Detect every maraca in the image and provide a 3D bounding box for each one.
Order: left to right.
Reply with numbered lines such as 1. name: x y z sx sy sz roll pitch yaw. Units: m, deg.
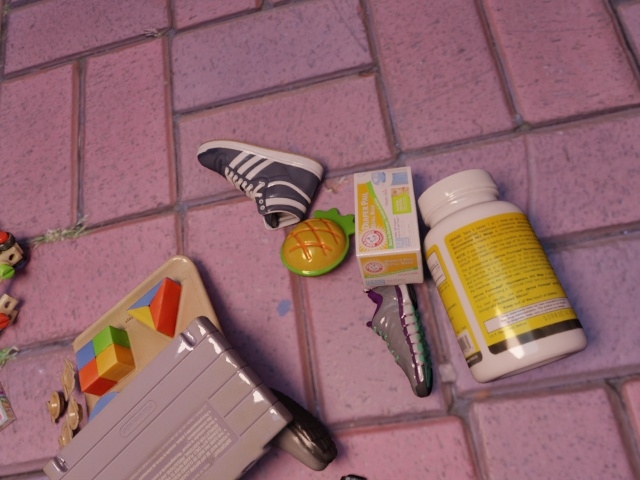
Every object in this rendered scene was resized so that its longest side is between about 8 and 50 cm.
1. maraca: 0.000 0.000 1.037 0.127 0.099 0.185 24 52 21

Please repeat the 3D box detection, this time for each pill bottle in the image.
1. pill bottle: 0.290 0.055 0.902 0.188 0.188 0.334 -20 68 5

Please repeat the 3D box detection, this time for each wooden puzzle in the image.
1. wooden puzzle: -0.324 0.232 0.970 0.322 0.080 0.348 -39 54 7

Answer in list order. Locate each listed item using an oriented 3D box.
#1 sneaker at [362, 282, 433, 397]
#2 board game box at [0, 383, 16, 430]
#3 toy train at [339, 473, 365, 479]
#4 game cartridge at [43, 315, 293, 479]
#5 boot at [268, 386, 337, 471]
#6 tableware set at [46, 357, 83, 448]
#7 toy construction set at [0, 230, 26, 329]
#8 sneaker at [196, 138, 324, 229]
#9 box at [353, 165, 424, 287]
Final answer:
1. sneaker: 0.138 0.179 0.959 0.098 0.083 0.223 -17 57 16
2. board game box: -0.717 0.374 1.092 0.154 0.026 0.103 -38 67 -3
3. toy train: 0.108 0.427 0.897 0.158 0.027 0.036 8 62 15
4. game cartridge: -0.240 0.323 0.839 0.355 0.068 0.230 -44 83 2
5. boot: -0.147 0.358 0.938 0.338 0.118 0.222 28 81 34
6. tableware set: -0.494 0.324 1.024 0.141 0.020 0.168 51 123 35
7. toy construction set: -0.778 0.063 1.150 0.328 0.151 0.215 31 55 12
8. sneaker: -0.146 -0.115 1.105 0.282 0.099 0.153 11 72 13
9. box: 0.124 -0.026 0.982 0.114 0.103 0.203 -7 51 10
